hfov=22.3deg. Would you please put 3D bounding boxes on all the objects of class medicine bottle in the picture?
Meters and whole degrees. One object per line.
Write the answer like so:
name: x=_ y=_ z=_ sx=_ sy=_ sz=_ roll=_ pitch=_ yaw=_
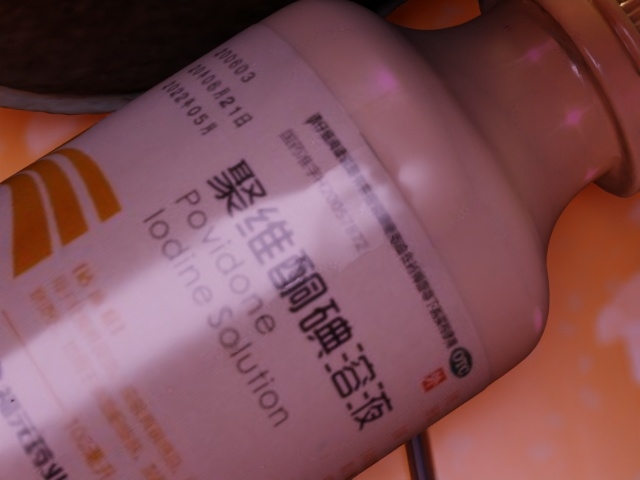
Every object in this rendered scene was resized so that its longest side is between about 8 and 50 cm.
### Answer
medicine bottle: x=0.000 y=0.000 z=0.421 sx=0.252 sy=0.114 sz=0.114 roll=-33 pitch=79 yaw=-7

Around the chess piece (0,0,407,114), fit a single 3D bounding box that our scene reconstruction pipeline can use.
chess piece: x=-0.075 y=-0.205 z=0.445 sx=0.195 sy=0.194 sz=0.299 roll=-18 pitch=69 yaw=-3
